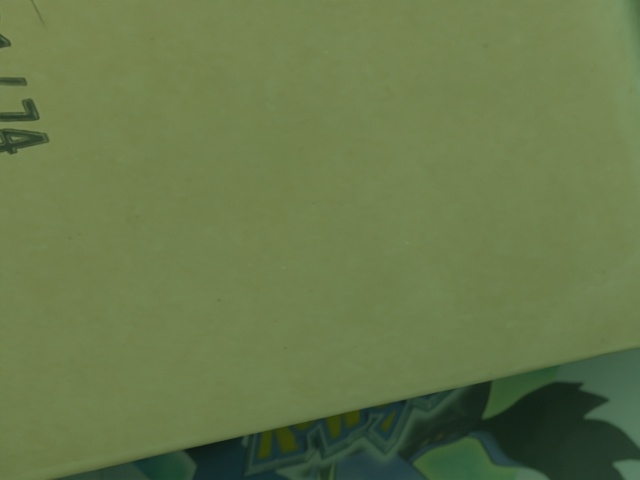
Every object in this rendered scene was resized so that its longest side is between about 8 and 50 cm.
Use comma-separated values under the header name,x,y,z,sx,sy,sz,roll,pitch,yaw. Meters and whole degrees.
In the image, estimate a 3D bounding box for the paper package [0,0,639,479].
name,x,y,z,sx,sy,sz,roll,pitch,yaw
paper package,-0.065,-0.101,0.523,0.168,0.309,0.325,-89,162,-50

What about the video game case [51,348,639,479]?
name,x,y,z,sx,sy,sz,roll,pitch,yaw
video game case,0.018,0.134,0.628,0.036,0.329,0.300,36,35,-42
